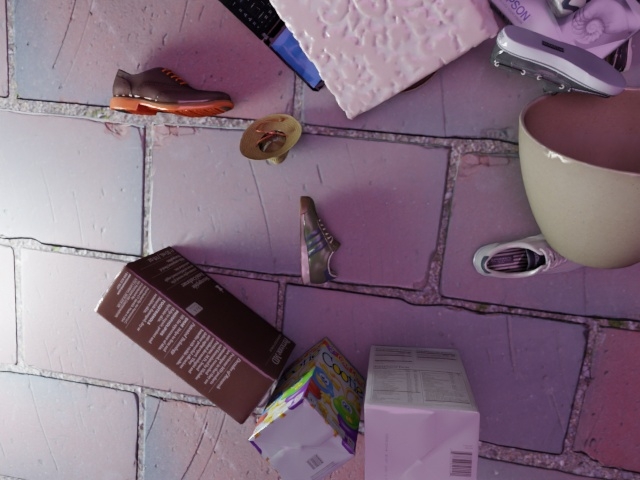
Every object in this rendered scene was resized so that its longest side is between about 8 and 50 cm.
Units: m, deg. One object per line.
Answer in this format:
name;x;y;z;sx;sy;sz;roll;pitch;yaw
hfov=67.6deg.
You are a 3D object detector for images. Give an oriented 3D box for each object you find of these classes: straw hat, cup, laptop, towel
straw hat;-0.095;-0.195;0.991;0.144;0.145;0.061;-10;140;10
cup;0.497;-0.093;0.821;0.330;0.331;0.237;1;128;9
laptop;-0.034;-0.463;0.898;0.234;0.264;0.137;-46;55;13
towel;0.096;-0.426;0.837;0.317;0.053;0.332;-27;114;24

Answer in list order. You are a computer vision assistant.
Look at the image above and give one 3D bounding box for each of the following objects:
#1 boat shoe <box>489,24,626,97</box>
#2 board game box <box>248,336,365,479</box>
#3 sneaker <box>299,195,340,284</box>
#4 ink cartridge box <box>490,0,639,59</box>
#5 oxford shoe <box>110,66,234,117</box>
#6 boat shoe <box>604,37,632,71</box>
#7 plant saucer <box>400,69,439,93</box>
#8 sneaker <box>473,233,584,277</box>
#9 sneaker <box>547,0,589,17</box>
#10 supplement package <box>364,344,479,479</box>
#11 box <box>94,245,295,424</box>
boat shoe;0.404;-0.293;0.831;0.228;0.080;0.076;22;144;2
board game box;-0.013;0.338;0.972;0.144;0.275;0.142;-41;92;14
sneaker;0.000;0.000;1.021;0.086;0.064;0.192;-1;101;1
ink cartridge box;0.462;-0.430;0.845;0.224;0.045;0.223;-42;84;21
oxford shoe;-0.311;-0.312;0.993;0.271;0.097;0.099;5;95;8
boat shoe;0.542;-0.371;0.875;0.038;0.046;0.125;-6;108;5
plant saucer;0.149;-0.388;0.927;0.198;0.036;0.199;2;107;6
sneaker;0.438;0.033;0.940;0.258;0.091;0.094;-14;98;11
sneaker;0.417;-0.509;0.775;0.153;0.094;0.235;-26;89;20
supplement package;0.190;0.354;0.950;0.198;0.263;0.199;1;101;8
box;-0.255;0.190;1.027;0.381;0.191;0.143;39;104;0
